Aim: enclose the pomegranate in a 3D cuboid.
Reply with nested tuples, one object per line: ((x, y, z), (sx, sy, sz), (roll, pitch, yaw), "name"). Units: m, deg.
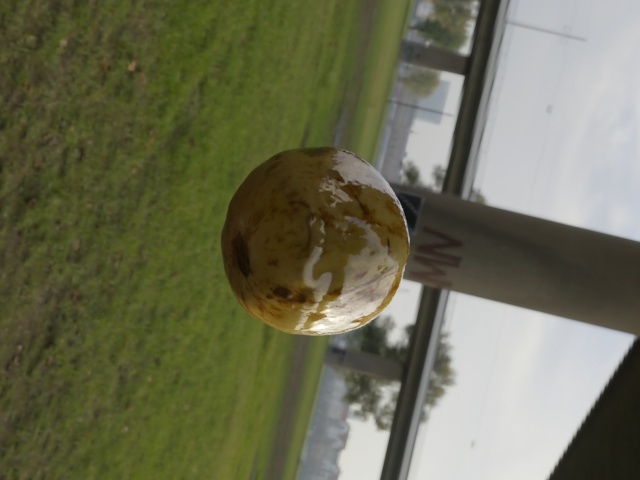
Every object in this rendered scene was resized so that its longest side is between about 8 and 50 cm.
((0.000, 0.000, 0.983), (0.215, 0.215, 0.215), (14, 90, -87), "pomegranate")
